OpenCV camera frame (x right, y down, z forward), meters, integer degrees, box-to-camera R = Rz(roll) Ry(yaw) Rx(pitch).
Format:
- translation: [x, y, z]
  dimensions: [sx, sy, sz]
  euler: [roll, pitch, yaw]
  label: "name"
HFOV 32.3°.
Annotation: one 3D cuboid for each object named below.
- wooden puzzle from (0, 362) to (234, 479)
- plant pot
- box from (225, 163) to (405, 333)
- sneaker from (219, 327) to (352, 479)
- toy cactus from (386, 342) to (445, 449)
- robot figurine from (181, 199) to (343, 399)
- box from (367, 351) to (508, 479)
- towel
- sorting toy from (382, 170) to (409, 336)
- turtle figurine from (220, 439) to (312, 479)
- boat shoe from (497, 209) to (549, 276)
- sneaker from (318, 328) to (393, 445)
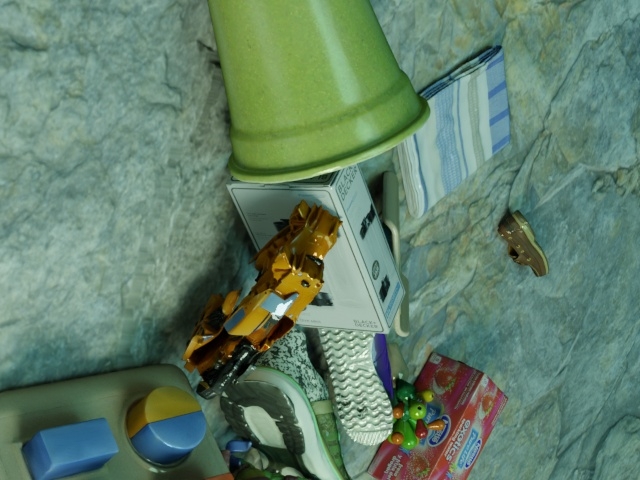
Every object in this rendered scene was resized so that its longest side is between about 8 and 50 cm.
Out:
- translation: [-0.223, 0.297, 1.330]
  dimensions: [0.322, 0.347, 0.080]
  euler: [-5, 146, -47]
  label: "wooden puzzle"
- translation: [-0.026, -0.245, 1.409]
  dimensions: [0.276, 0.276, 0.253]
  euler: [-34, 116, -35]
  label: "plant pot"
- translation: [0.000, 0.000, 1.566]
  dimensions: [0.087, 0.169, 0.290]
  euler: [-63, 142, -38]
  label: "box"
- translation: [-0.011, 0.293, 1.721]
  dimensions: [0.182, 0.158, 0.410]
  euler: [-62, 147, -37]
  label: "sneaker"
- translation: [0.144, 0.261, 1.867]
  dimensions: [0.219, 0.112, 0.180]
  euler: [73, 3, -81]
  label: "toy cactus"
- translation: [-0.086, 0.084, 1.468]
  dimensions: [0.085, 0.291, 0.211]
  euler: [36, 34, -13]
  label: "robot figurine"
- translation: [0.215, 0.350, 1.994]
  dimensions: [0.256, 0.123, 0.128]
  euler: [-59, 140, -13]
  label: "box"
- translation: [0.231, -0.186, 1.866]
  dimensions: [0.285, 0.034, 0.209]
  euler: [-37, 131, -33]
  label: "towel"
- translation: [0.113, 0.020, 1.747]
  dimensions: [0.193, 0.038, 0.208]
  euler: [-83, 166, -62]
  label: "sorting toy"
- translation: [-0.063, 0.441, 1.592]
  dimensions: [0.198, 0.266, 0.274]
  euler: [-6, 108, -12]
  label: "turtle figurine"
- translation: [0.385, 0.014, 2.105]
  dimensions: [0.060, 0.064, 0.178]
  euler: [-33, 133, 4]
  label: "boat shoe"
- translation: [0.059, 0.171, 1.776]
  dimensions: [0.146, 0.102, 0.293]
  euler: [-25, 109, -82]
  label: "sneaker"
